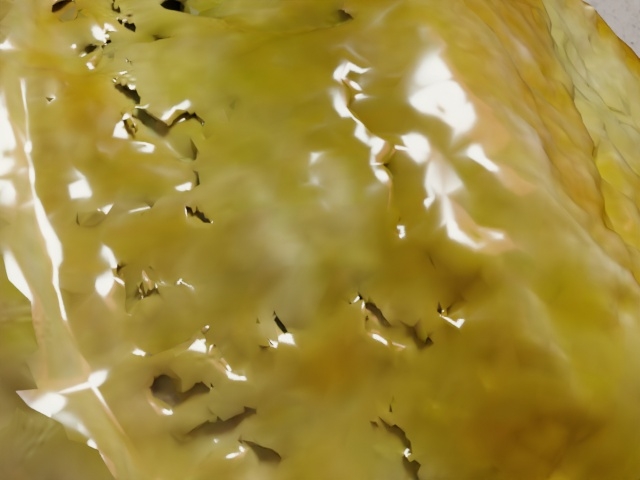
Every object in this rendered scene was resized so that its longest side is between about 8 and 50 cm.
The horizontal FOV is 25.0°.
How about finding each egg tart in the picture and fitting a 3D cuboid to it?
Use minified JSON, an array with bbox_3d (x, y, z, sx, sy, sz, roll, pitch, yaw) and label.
[{"bbox_3d":[0.060,0.028,0.543,0.443,0.178,0.443,35,35,-29],"label":"egg tart"}]
